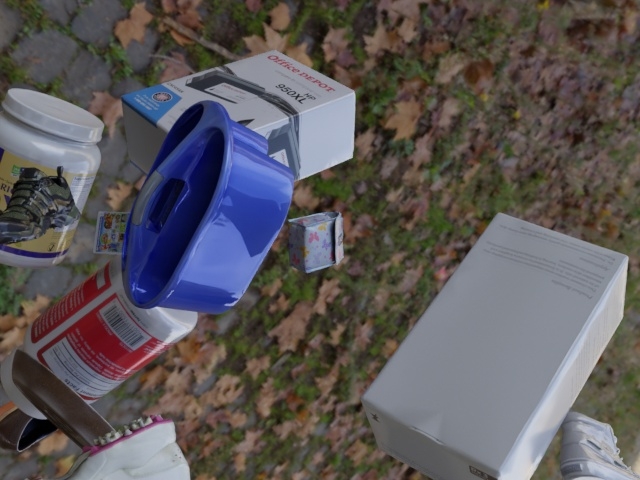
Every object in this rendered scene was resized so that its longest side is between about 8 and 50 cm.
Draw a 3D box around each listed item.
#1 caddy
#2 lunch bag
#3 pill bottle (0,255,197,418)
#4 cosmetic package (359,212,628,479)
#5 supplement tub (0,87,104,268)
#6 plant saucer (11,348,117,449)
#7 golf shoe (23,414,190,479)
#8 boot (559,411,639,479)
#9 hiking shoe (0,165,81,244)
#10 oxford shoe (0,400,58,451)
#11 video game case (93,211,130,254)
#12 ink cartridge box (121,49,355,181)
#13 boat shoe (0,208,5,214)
[{"bbox_3d":[-0.198,-0.047,1.185,0.179,0.241,0.341,17,113,-37],"label":"caddy"},{"bbox_3d":[0.000,0.000,1.067,0.083,0.053,0.071,-14,111,-39],"label":"lunch bag"},{"bbox_3d":[-0.491,0.212,1.682,0.408,0.229,0.229,-36,147,12],"label":"pill bottle"},{"bbox_3d":[0.257,0.163,1.093,0.385,0.217,0.156,-49,142,-23],"label":"cosmetic package"},{"bbox_3d":[-0.617,-0.132,1.645,0.241,0.241,0.331,7,112,-50],"label":"supplement tub"},{"bbox_3d":[-0.478,0.330,1.455,0.050,0.310,0.310,-49,148,-26],"label":"plant saucer"},{"bbox_3d":[-0.285,0.319,0.862,0.306,0.140,0.115,-26,-179,-17],"label":"golf shoe"},{"bbox_3d":[0.502,0.380,1.308,0.258,0.123,0.095,33,137,-30],"label":"boot"},{"bbox_3d":[-0.498,-0.062,1.289,0.227,0.086,0.114,-46,126,-70],"label":"hiking shoe"},{"bbox_3d":[-0.687,0.430,2.013,0.364,0.133,0.130,-41,135,-42],"label":"oxford shoe"},{"bbox_3d":[-0.390,-0.014,1.534,0.011,0.122,0.087,62,31,-75],"label":"video game case"},{"bbox_3d":[-0.163,-0.233,1.588,0.395,0.285,0.166,-26,135,-31],"label":"ink cartridge box"},{"bbox_3d":[-0.559,-0.033,1.348,0.135,0.050,0.045,-19,107,-70],"label":"boat shoe"}]
